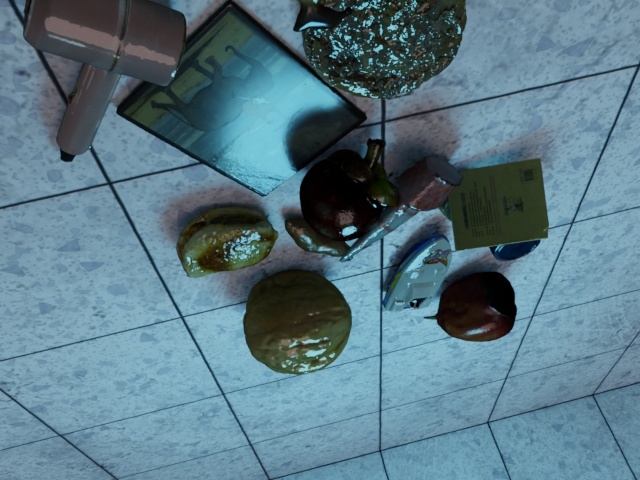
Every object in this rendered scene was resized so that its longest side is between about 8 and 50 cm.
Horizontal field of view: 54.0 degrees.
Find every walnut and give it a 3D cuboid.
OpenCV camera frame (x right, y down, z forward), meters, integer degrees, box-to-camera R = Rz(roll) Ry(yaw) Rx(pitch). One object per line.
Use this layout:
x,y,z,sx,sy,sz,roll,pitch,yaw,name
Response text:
-0.052,0.187,1.454,0.257,0.257,0.224,-9,176,-10,walnut

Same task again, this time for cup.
0.403,-0.046,1.370,0.113,0.138,0.150,-21,145,6,cup

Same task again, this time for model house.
0.289,-0.090,1.347,0.083,0.066,0.079,-43,129,7,model house

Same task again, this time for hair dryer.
-0.340,-0.213,0.894,0.189,0.106,0.344,10,144,-31,hair dryer

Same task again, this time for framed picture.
-0.118,-0.211,1.046,0.265,0.016,0.347,-34,142,23,framed picture

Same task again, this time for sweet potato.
-0.003,0.002,1.350,0.065,0.051,0.218,-39,139,25,sweet potato

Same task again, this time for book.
0.364,-0.072,1.290,0.192,0.168,0.013,-8,-173,8,book

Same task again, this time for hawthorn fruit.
0.392,0.187,1.659,0.251,0.189,0.189,-20,146,18,hawthorn fruit

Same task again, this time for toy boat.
0.245,0.079,1.523,0.129,0.088,0.295,-4,144,-17,toy boat
0.152,-0.050,1.262,0.282,0.096,0.206,-46,173,25,toy boat

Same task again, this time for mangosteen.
0.050,-0.083,1.149,0.184,0.172,0.172,-15,152,39,mangosteen

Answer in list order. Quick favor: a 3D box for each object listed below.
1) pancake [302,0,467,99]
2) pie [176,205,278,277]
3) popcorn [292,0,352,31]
0.097,-0.322,0.949,0.282,0.049,0.282,-11,145,-8,pancake
-0.185,0.011,1.262,0.205,0.084,0.179,-9,144,-15,pie
0.002,-0.382,0.671,0.316,0.281,0.297,-14,-169,31,popcorn
